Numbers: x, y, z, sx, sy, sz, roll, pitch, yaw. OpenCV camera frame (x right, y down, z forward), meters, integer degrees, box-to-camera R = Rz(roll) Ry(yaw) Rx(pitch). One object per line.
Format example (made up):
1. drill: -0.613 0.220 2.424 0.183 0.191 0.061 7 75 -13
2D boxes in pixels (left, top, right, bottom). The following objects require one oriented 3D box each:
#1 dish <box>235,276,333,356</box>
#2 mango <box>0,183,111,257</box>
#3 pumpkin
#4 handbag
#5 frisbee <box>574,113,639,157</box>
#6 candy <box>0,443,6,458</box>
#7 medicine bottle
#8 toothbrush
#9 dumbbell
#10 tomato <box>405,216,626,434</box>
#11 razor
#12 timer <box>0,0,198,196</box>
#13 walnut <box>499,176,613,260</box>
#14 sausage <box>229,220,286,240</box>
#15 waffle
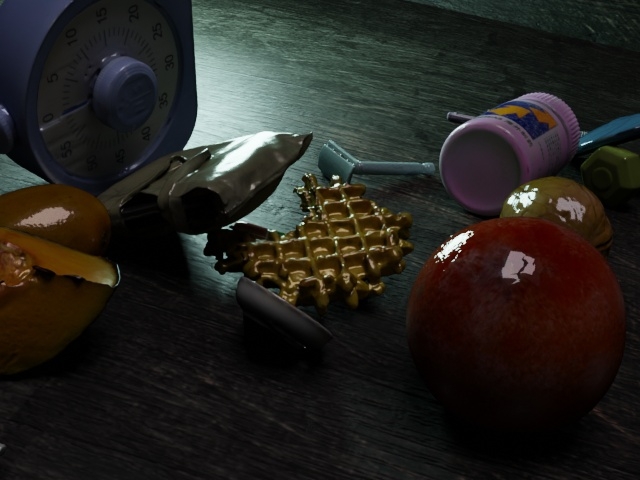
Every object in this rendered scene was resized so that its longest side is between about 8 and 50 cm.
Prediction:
1. dish: -0.062 0.115 1.192 0.141 0.078 0.141 32 -9 5
2. mango: -0.392 -0.005 1.264 0.221 0.121 0.151 -11 31 -23
3. pumpkin: -0.411 0.063 1.109 0.312 0.148 0.169 14 10 -25
4. handbag: -0.190 -0.075 1.400 0.315 0.109 0.253 -8 20 30
5. frisbee: 0.626 -0.229 1.930 0.289 0.049 0.289 -16 -2 0
6. candy: -0.483 0.143 0.970 0.365 0.124 0.124 22 29 9
7. medicine bottle: 0.360 -0.168 1.760 0.178 0.178 0.290 24 31 25
8. toothbrush: 0.462 -0.255 2.125 0.353 0.029 0.024 11 14 3
9. dumbbell: 0.648 -0.148 1.893 0.301 0.121 0.108 -16 65 -39
10. tomato: 0.232 0.093 1.125 0.264 0.265 0.265 8 27 -4
11. razor: 0.118 -0.137 1.758 0.231 0.068 0.106 -3 30 -33
12. timer: -0.356 -0.242 1.470 0.173 0.395 0.395 29 32 28
13. walnut: 0.369 -0.014 1.476 0.167 0.168 0.207 1 20 -16
14. sausage: -0.039 0.009 1.447 0.223 0.029 0.029 17 28 13
15. waffle: 0.000 0.000 1.384 0.259 0.069 0.293 28 45 28
